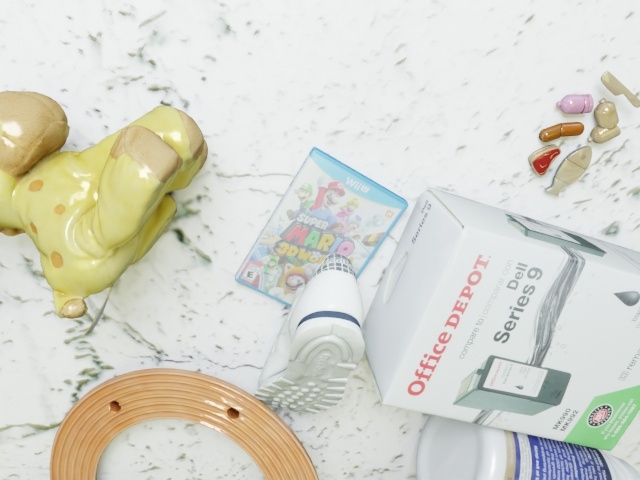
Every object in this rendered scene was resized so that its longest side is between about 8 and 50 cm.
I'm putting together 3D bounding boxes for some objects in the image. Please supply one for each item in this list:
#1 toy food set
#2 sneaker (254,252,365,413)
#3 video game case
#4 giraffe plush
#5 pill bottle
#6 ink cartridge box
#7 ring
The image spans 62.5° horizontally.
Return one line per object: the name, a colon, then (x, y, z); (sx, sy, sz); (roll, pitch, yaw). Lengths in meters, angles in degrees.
toy food set: (0.262, -0.111, 0.547); (0.078, 0.019, 0.122); (31, 114, -19)
sneaker: (-0.011, 0.113, 0.565); (0.090, 0.095, 0.235); (13, 140, -16)
video game case: (0.000, 0.000, 0.563); (0.119, 0.015, 0.166); (27, 108, -18)
giraffe plush: (-0.217, -0.048, 0.436); (0.170, 0.181, 0.210); (32, 89, -8)
pill bottle: (0.267, 0.302, 0.660); (0.264, 0.153, 0.153); (23, 110, -16)
ink cartridge box: (0.216, 0.091, 0.574); (0.289, 0.121, 0.211); (14, 111, -13)
ring: (-0.160, 0.301, 0.627); (0.336, 0.032, 0.337); (2, 106, 8)
